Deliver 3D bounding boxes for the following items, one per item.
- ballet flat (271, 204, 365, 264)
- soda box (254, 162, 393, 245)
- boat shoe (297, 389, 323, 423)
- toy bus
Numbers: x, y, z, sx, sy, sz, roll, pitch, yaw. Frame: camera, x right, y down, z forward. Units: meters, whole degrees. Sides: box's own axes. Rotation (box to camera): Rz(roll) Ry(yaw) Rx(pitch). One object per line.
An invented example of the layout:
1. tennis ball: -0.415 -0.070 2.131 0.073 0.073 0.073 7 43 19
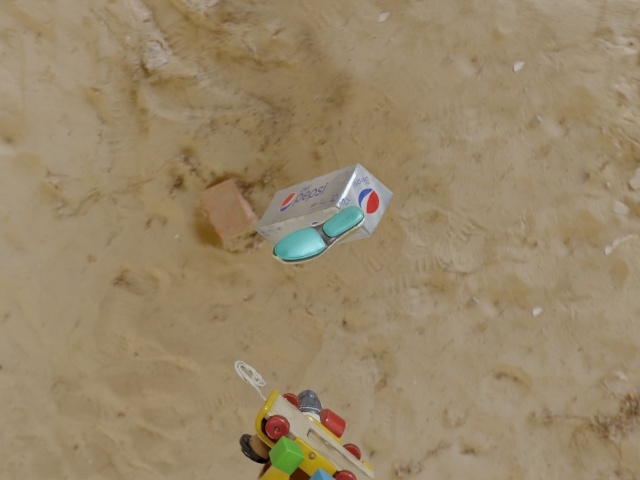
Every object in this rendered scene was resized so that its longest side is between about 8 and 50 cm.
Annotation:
1. ballet flat: 0.000 0.000 1.223 0.168 0.052 0.057 -26 69 -18
2. soda box: 0.000 -0.051 1.409 0.091 0.098 0.286 39 154 -22
3. boat shoe: -0.017 0.299 1.128 0.075 0.065 0.206 1 130 0
4. toy bus: -0.032 0.266 0.929 0.191 0.202 0.104 32 101 -43
